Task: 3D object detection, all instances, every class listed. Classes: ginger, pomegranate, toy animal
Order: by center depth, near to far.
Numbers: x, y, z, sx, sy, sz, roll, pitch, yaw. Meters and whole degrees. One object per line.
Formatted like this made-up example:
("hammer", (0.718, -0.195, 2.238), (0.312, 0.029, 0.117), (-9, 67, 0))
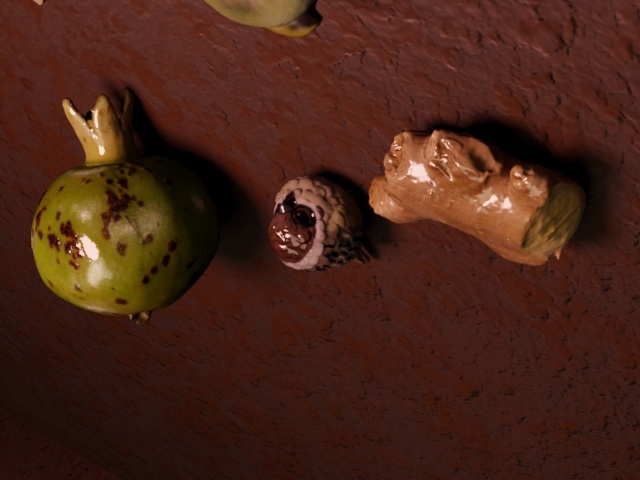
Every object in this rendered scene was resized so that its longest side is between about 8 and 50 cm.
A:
("ginger", (0.119, -0.047, 0.956), (0.213, 0.074, 0.137), (21, 148, 38))
("toy animal", (0.000, 0.000, 1.127), (0.098, 0.098, 0.137), (6, 139, 43))
("pomegranate", (-0.220, -0.035, 1.240), (0.211, 0.211, 0.263), (0, 100, 48))

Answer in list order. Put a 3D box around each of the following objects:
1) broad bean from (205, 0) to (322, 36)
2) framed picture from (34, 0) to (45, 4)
("broad bean", (-0.072, -0.254, 0.849), (0.169, 0.100, 0.228), (-16, 110, 46))
("framed picture", (-0.319, -0.359, 1.034), (0.209, 0.019, 0.281), (37, 151, -1))
